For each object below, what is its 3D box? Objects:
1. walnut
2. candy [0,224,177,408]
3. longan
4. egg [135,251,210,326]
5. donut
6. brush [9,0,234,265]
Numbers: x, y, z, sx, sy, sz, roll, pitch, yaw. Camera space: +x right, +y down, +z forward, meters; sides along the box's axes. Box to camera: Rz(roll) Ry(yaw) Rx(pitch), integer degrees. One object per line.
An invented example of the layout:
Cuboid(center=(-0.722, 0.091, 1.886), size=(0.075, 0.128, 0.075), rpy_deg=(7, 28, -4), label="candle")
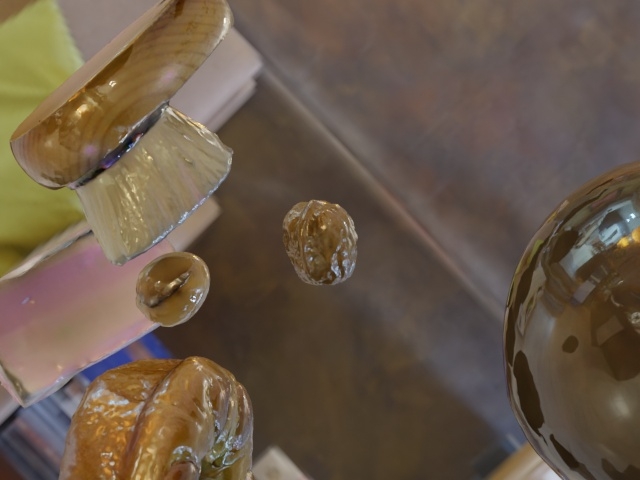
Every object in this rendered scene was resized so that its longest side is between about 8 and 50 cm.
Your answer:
Cuboid(center=(0.000, 0.000, 1.545), size=(0.082, 0.079, 0.096), rpy_deg=(-44, 131, -46), label="walnut")
Cuboid(center=(-0.295, 0.076, 1.810), size=(0.155, 0.265, 0.116), rpy_deg=(60, -22, -7), label="candy")
Cuboid(center=(0.243, 0.063, 0.949), size=(0.258, 0.258, 0.258), rpy_deg=(43, 13, -13), label="longan")
Cuboid(center=(-0.150, 0.047, 1.515), size=(0.071, 0.083, 0.071), rpy_deg=(50, 17, -21), label="egg")
Cuboid(center=(-0.129, 0.201, 1.188), size=(0.114, 0.226, 0.226), rpy_deg=(6, 1, 19), label="donut")
Cuboid(center=(-0.162, -0.121, 1.448), size=(0.166, 0.266, 0.174), rpy_deg=(46, -8, -16), label="brush")
